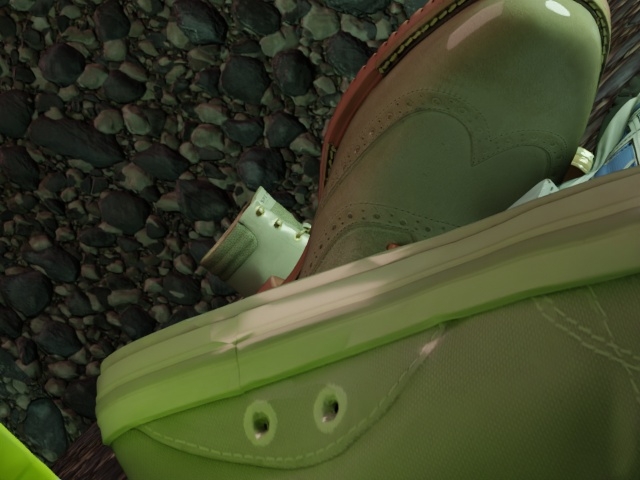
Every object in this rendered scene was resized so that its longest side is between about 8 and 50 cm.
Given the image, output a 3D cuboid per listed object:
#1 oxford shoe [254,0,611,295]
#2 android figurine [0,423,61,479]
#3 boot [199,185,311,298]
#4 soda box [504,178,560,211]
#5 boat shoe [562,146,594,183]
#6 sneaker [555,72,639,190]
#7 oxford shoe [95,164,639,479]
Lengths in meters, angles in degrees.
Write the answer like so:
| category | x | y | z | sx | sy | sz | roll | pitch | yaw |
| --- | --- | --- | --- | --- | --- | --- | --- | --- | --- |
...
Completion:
| category | x | y | z | sx | sy | sz | roll | pitch | yaw |
| --- | --- | --- | --- | --- | --- | --- | --- | --- | --- |
| oxford shoe | 0.051 | 0.029 | 0.796 | 0.146 | 0.140 | 0.397 | -92 | 24 | -51 |
| android figurine | -0.085 | 0.097 | 0.412 | 0.056 | 0.273 | 0.248 | -49 | 19 | -20 |
| boot | 0.000 | 0.000 | 1.430 | 0.213 | 0.165 | 0.077 | -45 | 5 | 7 |
| soda box | 0.026 | 0.103 | 0.649 | 0.286 | 0.098 | 0.091 | -41 | 5 | 28 |
| boat shoe | 0.149 | -0.013 | 0.985 | 0.045 | 0.050 | 0.135 | -52 | -1 | -44 |
| sneaker | 0.185 | -0.034 | 0.736 | 0.081 | 0.080 | 0.211 | -11 | 33 | 52 |
| oxford shoe | 0.100 | 0.044 | 0.428 | 0.449 | 0.130 | 0.169 | -23 | -12 | 40 |
